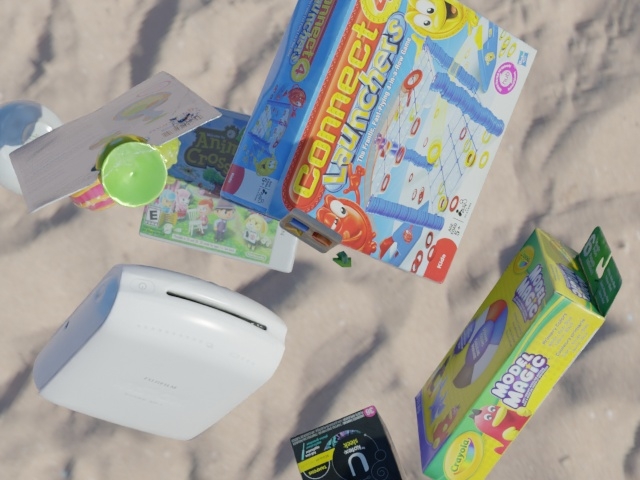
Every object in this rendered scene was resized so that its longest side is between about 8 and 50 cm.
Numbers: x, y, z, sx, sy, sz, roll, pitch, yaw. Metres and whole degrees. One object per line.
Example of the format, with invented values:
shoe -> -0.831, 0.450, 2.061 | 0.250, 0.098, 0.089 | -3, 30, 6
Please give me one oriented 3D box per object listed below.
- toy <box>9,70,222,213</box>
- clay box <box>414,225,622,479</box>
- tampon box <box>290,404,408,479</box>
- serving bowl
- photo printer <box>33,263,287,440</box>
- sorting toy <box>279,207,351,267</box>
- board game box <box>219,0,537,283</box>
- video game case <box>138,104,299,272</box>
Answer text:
toy -> -0.144, -0.057, 0.998 | 0.137, 0.237, 0.056 | -29, 106, -7
clay box -> 0.157, 0.086, 1.152 | 0.053, 0.127, 0.222 | 28, 110, -11
tampon box -> 0.049, 0.312, 1.779 | 0.120, 0.101, 0.161 | -23, 64, 3
serving bowl -> -0.243, -0.081, 1.191 | 0.027, 0.083, 0.083 | -13, 60, 48
photo printer -> -0.205, 0.145, 1.841 | 0.307, 0.256, 0.107 | -41, 35, 48
sorting toy -> 0.000, 0.000, 1.375 | 0.083, 0.062, 0.012 | 32, 71, -6
board game box -> 0.073, -0.136, 1.597 | 0.086, 0.302, 0.308 | 22, 91, 47
video game case -> -0.120, -0.074, 1.884 | 0.212, 0.023, 0.193 | 14, 97, 3
